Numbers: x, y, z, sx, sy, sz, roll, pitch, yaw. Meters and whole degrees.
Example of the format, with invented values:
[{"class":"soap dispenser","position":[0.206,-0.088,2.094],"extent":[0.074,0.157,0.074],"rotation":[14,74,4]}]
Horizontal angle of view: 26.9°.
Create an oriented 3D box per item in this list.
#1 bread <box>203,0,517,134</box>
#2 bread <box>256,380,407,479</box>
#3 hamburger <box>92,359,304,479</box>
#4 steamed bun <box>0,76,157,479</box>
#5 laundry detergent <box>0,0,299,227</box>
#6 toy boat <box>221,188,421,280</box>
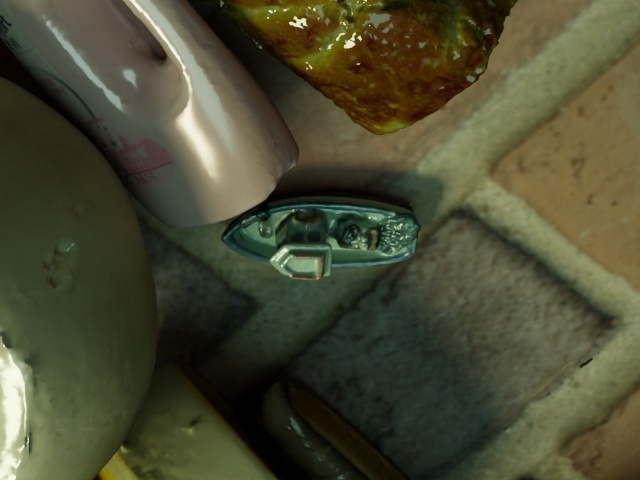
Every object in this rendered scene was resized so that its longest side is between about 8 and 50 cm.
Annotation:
[{"class":"bread","position":[0.016,-0.151,0.818],"extent":[0.172,0.103,0.132],"rotation":[35,140,-24]},{"class":"bread","position":[0.022,0.189,1.062],"extent":[0.053,0.073,0.214],"rotation":[-38,118,12]},{"class":"hamburger","position":[-0.073,0.225,1.000],"extent":[0.151,0.227,0.295],"rotation":[-42,116,-1]},{"class":"steamed bun","position":[-0.251,0.037,0.858],"extent":[0.324,0.206,0.324],"rotation":[9,115,19]},{"class":"laundry detergent","position":[-0.152,-0.153,0.806],"extent":[0.159,0.088,0.335],"rotation":[-7,129,48]},{"class":"toy boat","position":[0.000,0.000,0.942],"extent":[0.140,0.066,0.059],"rotation":[2,127,-1]}]
